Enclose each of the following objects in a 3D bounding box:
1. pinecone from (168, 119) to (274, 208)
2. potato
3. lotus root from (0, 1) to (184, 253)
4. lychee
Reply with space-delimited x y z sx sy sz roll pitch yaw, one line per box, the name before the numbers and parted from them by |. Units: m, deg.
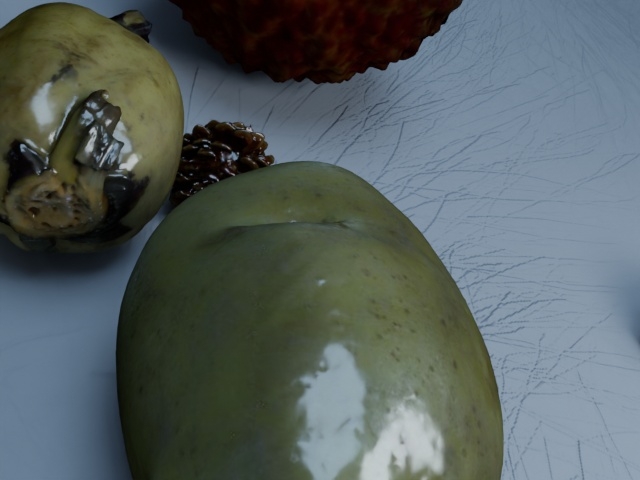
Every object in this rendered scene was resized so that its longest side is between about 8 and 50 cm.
pinecone | -0.101 -0.060 0.715 0.102 0.102 0.109 31 67 2
potato | -0.006 0.102 0.494 0.243 0.221 0.326 12 41 -35
lotus root | -0.207 -0.118 0.649 0.183 0.182 0.310 16 40 -16
lychee | -0.001 -0.384 0.877 0.425 0.500 0.424 -4 61 7
